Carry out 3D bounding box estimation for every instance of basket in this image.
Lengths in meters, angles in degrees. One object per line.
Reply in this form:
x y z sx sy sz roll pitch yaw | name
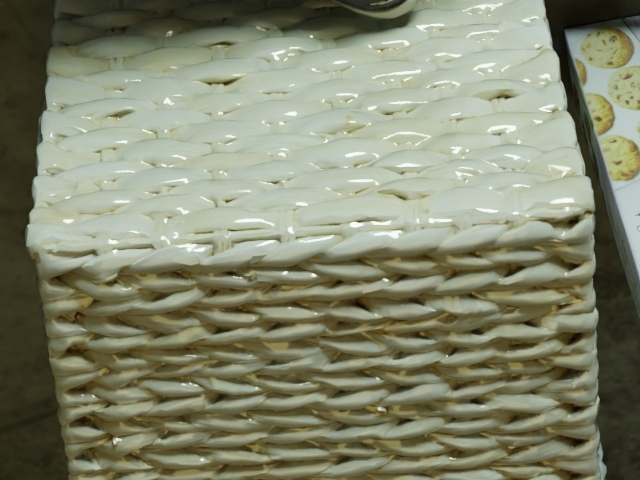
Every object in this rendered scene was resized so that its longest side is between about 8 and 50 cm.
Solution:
0.000 0.000 1.156 0.331 0.328 0.266 -3 130 -1 | basket

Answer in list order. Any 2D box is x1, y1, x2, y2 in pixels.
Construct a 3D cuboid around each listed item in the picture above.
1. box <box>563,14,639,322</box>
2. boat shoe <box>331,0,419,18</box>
0.204 -0.035 1.140 0.067 0.324 0.063 -11 123 6 | box
-0.036 -0.187 1.104 0.206 0.075 0.065 20 176 22 | boat shoe
